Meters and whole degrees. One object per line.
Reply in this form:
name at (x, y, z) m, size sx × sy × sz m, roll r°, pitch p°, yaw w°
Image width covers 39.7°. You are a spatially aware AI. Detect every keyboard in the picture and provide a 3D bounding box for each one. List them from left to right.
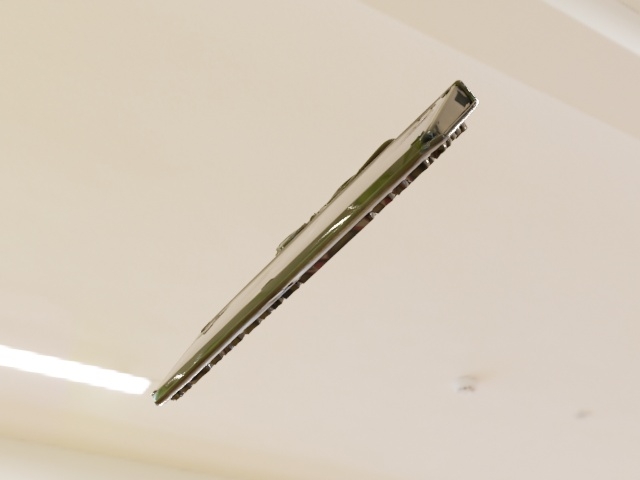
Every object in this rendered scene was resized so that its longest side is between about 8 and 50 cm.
keyboard at (0.000, 0.000, 0.669) m, size 0.033 × 0.201 × 0.317 m, roll 44°, pitch -60°, yaw -6°
